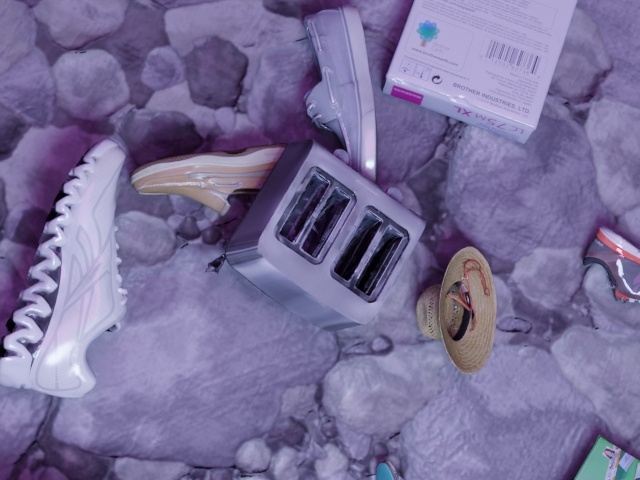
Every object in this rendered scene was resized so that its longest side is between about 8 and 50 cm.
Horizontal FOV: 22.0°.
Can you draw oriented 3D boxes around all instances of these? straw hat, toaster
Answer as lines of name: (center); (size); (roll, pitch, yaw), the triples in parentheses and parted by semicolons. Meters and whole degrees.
straw hat: (0.141, 0.079, 1.840); (0.061, 0.144, 0.144); (-3, 70, 32)
toaster: (0.000, 0.000, 1.805); (0.168, 0.110, 0.186); (36, 72, -15)

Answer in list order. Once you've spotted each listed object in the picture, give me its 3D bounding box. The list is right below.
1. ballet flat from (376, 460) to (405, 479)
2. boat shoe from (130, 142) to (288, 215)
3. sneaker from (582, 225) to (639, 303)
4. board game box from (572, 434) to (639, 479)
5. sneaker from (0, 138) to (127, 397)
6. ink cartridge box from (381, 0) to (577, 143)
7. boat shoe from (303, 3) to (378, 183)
ballet flat: (0.089, 0.296, 1.791); (0.041, 0.041, 0.114); (-9, 75, -9)
boat shoe: (-0.118, -0.063, 1.857); (0.190, 0.068, 0.072); (-8, 86, -9)
sneaker: (0.370, 0.051, 1.891); (0.158, 0.061, 0.065); (38, 100, 6)
board game box: (0.312, 0.388, 1.735); (0.213, 0.046, 0.317); (31, 61, 11)
sneaker: (-0.260, 0.033, 1.797); (0.118, 0.110, 0.292); (19, 80, -9)
ink cartridge box: (0.208, -0.288, 1.960); (0.186, 0.065, 0.311); (20, 75, 0)
boat shoe: (0.020, -0.164, 1.900); (0.081, 0.079, 0.227); (-8, 70, 1)
